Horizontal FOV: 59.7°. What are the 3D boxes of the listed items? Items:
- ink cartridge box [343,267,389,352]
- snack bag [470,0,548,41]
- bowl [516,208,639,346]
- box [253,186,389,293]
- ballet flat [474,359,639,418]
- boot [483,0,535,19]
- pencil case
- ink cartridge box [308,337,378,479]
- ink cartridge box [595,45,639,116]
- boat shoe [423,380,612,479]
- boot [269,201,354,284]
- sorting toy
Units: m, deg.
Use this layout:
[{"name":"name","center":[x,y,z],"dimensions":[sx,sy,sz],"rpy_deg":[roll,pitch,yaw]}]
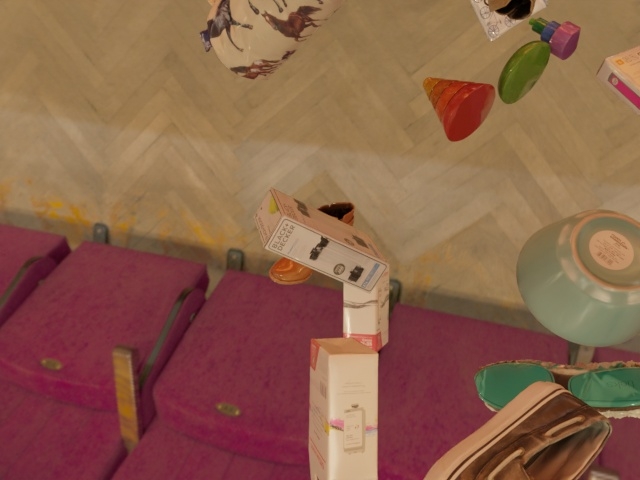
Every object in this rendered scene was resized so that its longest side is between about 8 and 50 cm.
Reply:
[{"name":"ink cartridge box","center":[0.157,0.221,1.894],"dimensions":[0.117,0.207,0.283],"rpy_deg":[1,92,19]},{"name":"snack bag","center":[0.535,-0.769,1.502],"dimensions":[0.342,0.037,0.323],"rpy_deg":[-31,107,4]},{"name":"bowl","center":[0.603,0.058,1.207],"dimensions":[0.311,0.312,0.163],"rpy_deg":[21,156,11]},{"name":"box","center":[0.000,0.000,1.285],"dimensions":[0.289,0.169,0.087],"rpy_deg":[25,108,-24]},{"name":"ballet flat","center":[0.562,0.350,1.263],"dimensions":[0.408,0.147,0.147],"rpy_deg":[-7,108,35]},{"name":"boot","center":[0.267,-0.396,0.839],"dimensions":[0.112,0.305,0.115],"rpy_deg":[9,111,-1]},{"name":"pencil case","center":[-0.054,-0.439,0.948],"dimensions":[0.183,0.160,0.410],"rpy_deg":[46,145,-15]},{"name":"ink cartridge box","center":[0.028,0.235,0.729],"dimensions":[0.067,0.115,0.198],"rpy_deg":[1,91,-13]},{"name":"ink cartridge box","center":[0.867,-0.333,1.352],"dimensions":[0.371,0.175,0.069],"rpy_deg":[58,161,29]},{"name":"boat shoe","center":[0.240,0.309,0.709],"dimensions":[0.119,0.335,0.121],"rpy_deg":[12,138,60]},{"name":"boot","center":[-0.019,0.007,1.641],"dimensions":[0.109,0.283,0.220],"rpy_deg":[58,154,33]},{"name":"sorting toy","center":[0.336,-0.336,1.076],"dimensions":[0.126,0.365,0.127],"rpy_deg":[45,162,29]}]
